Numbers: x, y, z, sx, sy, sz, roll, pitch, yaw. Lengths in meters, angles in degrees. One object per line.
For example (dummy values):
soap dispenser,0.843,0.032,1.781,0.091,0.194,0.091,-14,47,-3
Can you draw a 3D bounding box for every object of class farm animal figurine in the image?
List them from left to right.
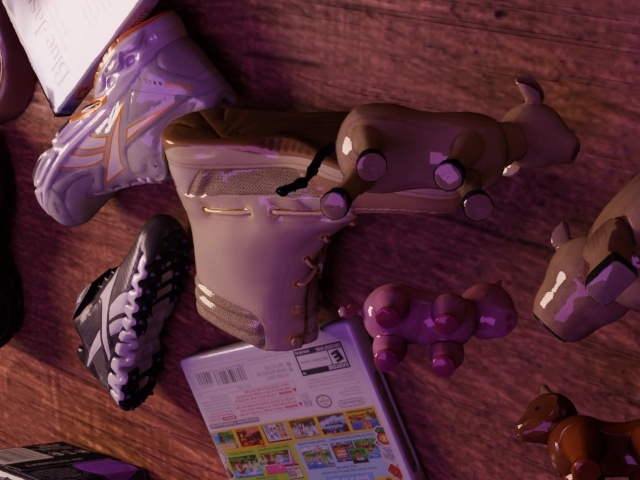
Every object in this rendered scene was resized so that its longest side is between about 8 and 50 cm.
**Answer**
farm animal figurine,0.189,0.000,0.723,0.326,0.172,0.330,-30,104,22

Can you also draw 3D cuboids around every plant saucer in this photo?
plant saucer,-0.366,-0.201,1.128,0.168,0.029,0.169,15,118,30

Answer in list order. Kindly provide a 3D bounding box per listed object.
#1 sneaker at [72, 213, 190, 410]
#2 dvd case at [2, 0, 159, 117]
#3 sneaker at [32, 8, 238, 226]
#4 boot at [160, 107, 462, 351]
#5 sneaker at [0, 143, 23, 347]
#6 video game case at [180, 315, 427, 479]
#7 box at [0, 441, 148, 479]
sneaker,-0.201,0.061,1.086,0.106,0.078,0.234,32,127,18
dvd case,-0.211,-0.255,0.971,0.253,0.022,0.180,-41,70,40
sneaker,-0.172,-0.080,0.998,0.121,0.099,0.262,46,130,6
boot,0.000,0.000,0.908,0.261,0.095,0.204,6,122,18
sneaker,-0.413,-0.009,1.196,0.130,0.109,0.286,22,119,32
video game case,-0.016,0.187,1.041,0.227,0.026,0.206,-17,99,38
box,-0.310,0.373,1.187,0.143,0.165,0.271,7,89,33
